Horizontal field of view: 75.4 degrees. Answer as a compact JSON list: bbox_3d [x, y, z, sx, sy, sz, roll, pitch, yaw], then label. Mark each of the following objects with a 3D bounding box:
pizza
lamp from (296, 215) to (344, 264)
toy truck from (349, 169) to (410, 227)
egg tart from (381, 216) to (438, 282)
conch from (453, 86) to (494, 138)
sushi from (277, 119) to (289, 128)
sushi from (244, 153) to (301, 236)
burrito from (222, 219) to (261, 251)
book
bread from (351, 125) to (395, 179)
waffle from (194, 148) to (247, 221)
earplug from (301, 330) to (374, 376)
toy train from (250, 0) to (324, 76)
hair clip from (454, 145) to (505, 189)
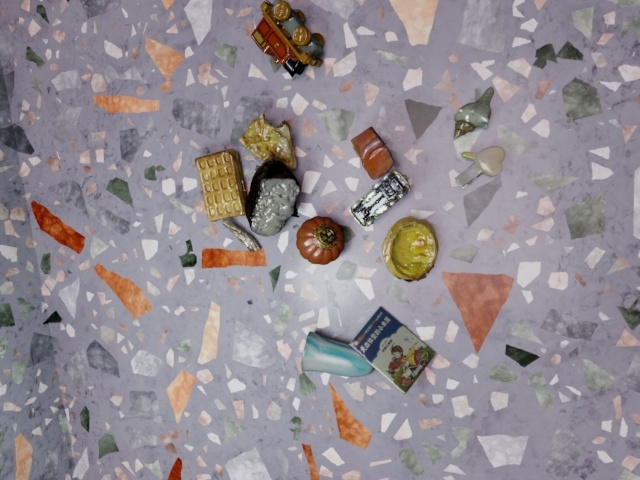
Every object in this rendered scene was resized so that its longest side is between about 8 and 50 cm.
[{"bbox_3d":[-0.241,-0.449,1.887,0.323,0.089,0.223,29,135,13],"label":"pizza"},{"bbox_3d":[0.000,0.000,1.839,0.223,0.196,0.223,4,78,-16],"label":"lamp"},{"bbox_3d":[0.263,-0.184,1.767,0.272,0.157,0.124,-42,85,29],"label":"toy truck"},{"bbox_3d":[0.375,0.036,1.753,0.279,0.095,0.278,-2,98,-17],"label":"egg tart"},{"bbox_3d":[0.621,-0.492,1.647,0.234,0.114,0.137,-32,99,12],"label":"conch"},{"bbox_3d":[-0.187,-0.501,1.923,0.060,0.061,0.118,34,86,30],"label":"sushi"},{"bbox_3d":[-0.214,-0.187,1.884,0.348,0.234,0.207,-63,34,29],"label":"sushi"},{"bbox_3d":[-0.386,-0.019,2.024,0.229,0.058,0.063,38,120,1],"label":"burrito"},{"bbox_3d":[0.318,0.482,1.832,0.322,0.018,0.228,39,78,9],"label":"book"},{"bbox_3d":[0.214,-0.370,1.727,0.123,0.244,0.190,-28,123,11],"label":"bread"},{"bbox_3d":[-0.476,-0.264,2.015,0.224,0.098,0.327,-9,95,19],"label":"waffle"},{"bbox_3d":[0.089,0.535,1.888,0.324,0.185,0.185,9,98,10],"label":"earplug"},{"bbox_3d":[-0.151,-0.891,1.819,0.232,0.163,0.369,-40,83,30],"label":"toy train"},{"bbox_3d":[0.643,-0.307,1.683,0.218,0.071,0.159,-39,81,13],"label":"hair clip"}]
